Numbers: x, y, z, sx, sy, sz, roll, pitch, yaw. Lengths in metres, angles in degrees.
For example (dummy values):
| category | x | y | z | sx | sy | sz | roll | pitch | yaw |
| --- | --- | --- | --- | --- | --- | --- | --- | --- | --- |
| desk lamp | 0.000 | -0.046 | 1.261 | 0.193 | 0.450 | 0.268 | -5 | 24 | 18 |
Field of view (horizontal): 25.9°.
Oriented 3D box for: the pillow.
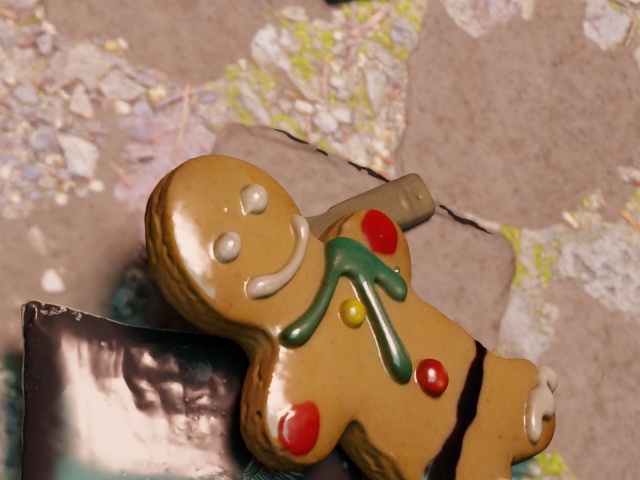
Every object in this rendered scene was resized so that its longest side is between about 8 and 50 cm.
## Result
| category | x | y | z | sx | sy | sz | roll | pitch | yaw |
| --- | --- | --- | --- | --- | --- | --- | --- | --- | --- |
| pillow | -0.069 | 0.110 | 0.782 | 0.208 | 0.055 | 0.141 | 7 | 64 | -26 |

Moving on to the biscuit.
| category | x | y | z | sx | sy | sz | roll | pitch | yaw |
| --- | --- | --- | --- | --- | --- | --- | --- | --- | --- |
| biscuit | 0.023 | 0.062 | 0.809 | 0.301 | 0.049 | 0.197 | 42 | 41 | -15 |

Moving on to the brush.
| category | x | y | z | sx | sy | sz | roll | pitch | yaw |
| --- | --- | --- | --- | --- | --- | --- | --- | --- | --- |
| brush | 0.000 | 0.000 | 0.882 | 0.190 | 0.027 | 0.034 | -24 | 85 | -39 |
